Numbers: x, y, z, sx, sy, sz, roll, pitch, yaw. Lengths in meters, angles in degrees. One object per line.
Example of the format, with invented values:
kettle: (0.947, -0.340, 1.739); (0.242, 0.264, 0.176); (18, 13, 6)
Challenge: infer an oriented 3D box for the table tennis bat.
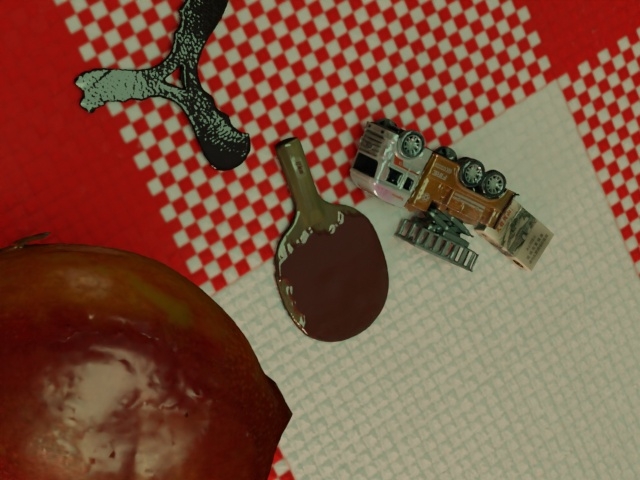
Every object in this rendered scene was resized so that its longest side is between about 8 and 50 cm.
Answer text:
table tennis bat: (0.000, 0.000, 1.905); (0.131, 0.022, 0.234); (-27, 108, -21)

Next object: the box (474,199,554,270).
box: (0.223, -0.010, 2.012); (0.083, 0.024, 0.054); (38, 80, -25)

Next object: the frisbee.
frisbee: (-0.164, -0.170, 1.807); (0.187, 0.012, 0.211); (-7, 99, -25)

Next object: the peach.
peach: (-0.215, 0.169, 1.661); (0.372, 0.290, 0.373); (-2, 98, -18)

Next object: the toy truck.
toy truck: (0.113, -0.053, 1.924); (0.177, 0.080, 0.115); (25, 94, -28)
